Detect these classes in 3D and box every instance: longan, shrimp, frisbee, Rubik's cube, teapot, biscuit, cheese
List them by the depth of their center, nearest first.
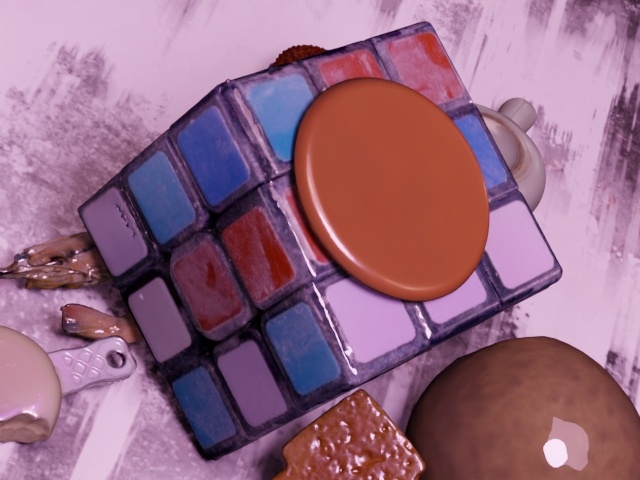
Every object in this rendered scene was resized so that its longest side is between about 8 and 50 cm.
[{"bbox_3d":[0.080,-0.057,1.651,0.250,0.021,0.251,14,64,-31],"label":"frisbee"},{"bbox_3d":[-0.330,0.158,1.736,0.286,0.082,0.163,-10,66,-33],"label":"cheese"},{"bbox_3d":[0.033,0.316,1.757,0.278,0.043,0.302,10,77,5],"label":"biscuit"},{"bbox_3d":[0.000,0.000,1.809,0.362,0.363,0.359,-21,84,-41],"label":"Rubik's cube"},{"bbox_3d":[0.240,0.256,1.846,0.297,0.297,0.297,14,55,-20],"label":"longan"},{"bbox_3d":[-0.263,0.059,1.853,0.254,0.059,0.145,-17,81,-41],"label":"shrimp"},{"bbox_3d":[0.230,-0.104,2.156,0.318,0.149,0.220,-18,62,-34],"label":"teapot"}]

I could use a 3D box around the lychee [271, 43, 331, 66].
[{"bbox_3d":[-0.012,-0.205,2.116,0.123,0.123,0.129,-3,53,-29],"label":"lychee"}]
